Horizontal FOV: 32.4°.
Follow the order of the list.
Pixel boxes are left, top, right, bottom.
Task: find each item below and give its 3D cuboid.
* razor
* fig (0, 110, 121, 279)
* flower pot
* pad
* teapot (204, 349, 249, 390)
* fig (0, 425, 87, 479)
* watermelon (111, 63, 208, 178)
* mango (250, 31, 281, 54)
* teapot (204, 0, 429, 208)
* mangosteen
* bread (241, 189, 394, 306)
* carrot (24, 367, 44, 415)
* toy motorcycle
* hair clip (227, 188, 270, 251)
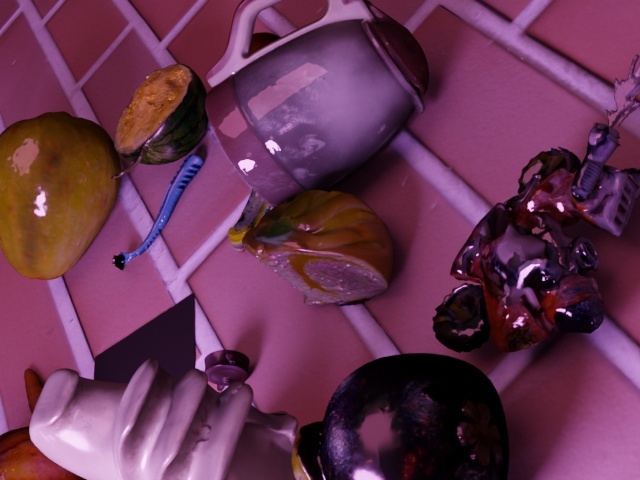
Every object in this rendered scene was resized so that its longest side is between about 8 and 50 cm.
[{"bbox_3d":[-0.293,-0.050,2.008,0.253,0.042,0.082,-57,-4,-9],"label":"razor"},{"bbox_3d":[-0.515,-0.085,2.108,0.258,0.258,0.326,-1,80,46],"label":"fig"},{"bbox_3d":[-0.146,0.268,1.320,0.254,0.367,0.164,-10,50,41],"label":"flower pot"},{"bbox_3d":[-0.297,0.204,1.833,0.243,0.004,0.163,-32,42,25],"label":"pad"},{"bbox_3d":[-0.140,0.195,1.626,0.100,0.068,0.045,115,160,-51],"label":"teapot"},{"bbox_3d":[-0.475,0.397,1.710,0.235,0.214,0.235,-58,17,29],"label":"fig"},{"bbox_3d":[-0.286,-0.219,2.063,0.204,0.127,0.232,-33,39,23],"label":"watermelon"},{"bbox_3d":[-0.076,-0.280,1.905,0.133,0.111,0.267,-38,39,-7],"label":"mango"},{"bbox_3d":[-0.007,-0.247,1.664,0.312,0.315,0.233,-33,8,13],"label":"teapot"},{"bbox_3d":[0.092,0.242,1.222,0.243,0.243,0.243,-27,44,29],"label":"mangosteen"},{"bbox_3d":[-0.007,-0.005,1.577,0.261,0.158,0.156,-10,50,39],"label":"bread"},{"bbox_3d":[-0.505,0.276,1.967,0.048,0.048,0.216,-53,32,-1],"label":"carrot"},{"bbox_3d":[0.291,-0.024,1.294,0.207,0.134,0.401,26,82,52],"label":"toy motorcycle"},{"bbox_3d":[-0.111,-0.063,1.830,0.060,0.033,0.188,-4,61,48],"label":"hair clip"}]
